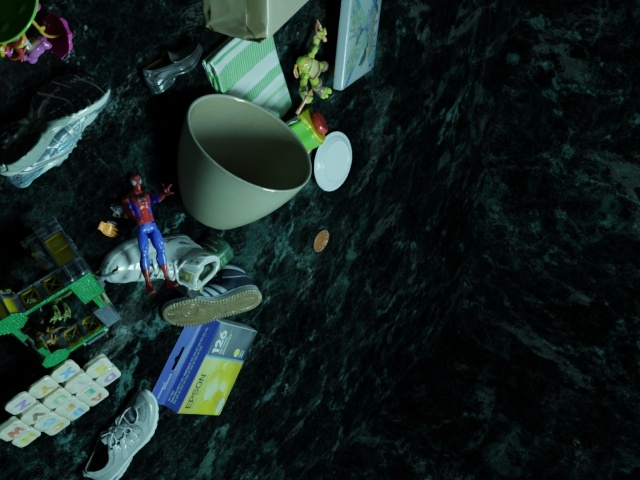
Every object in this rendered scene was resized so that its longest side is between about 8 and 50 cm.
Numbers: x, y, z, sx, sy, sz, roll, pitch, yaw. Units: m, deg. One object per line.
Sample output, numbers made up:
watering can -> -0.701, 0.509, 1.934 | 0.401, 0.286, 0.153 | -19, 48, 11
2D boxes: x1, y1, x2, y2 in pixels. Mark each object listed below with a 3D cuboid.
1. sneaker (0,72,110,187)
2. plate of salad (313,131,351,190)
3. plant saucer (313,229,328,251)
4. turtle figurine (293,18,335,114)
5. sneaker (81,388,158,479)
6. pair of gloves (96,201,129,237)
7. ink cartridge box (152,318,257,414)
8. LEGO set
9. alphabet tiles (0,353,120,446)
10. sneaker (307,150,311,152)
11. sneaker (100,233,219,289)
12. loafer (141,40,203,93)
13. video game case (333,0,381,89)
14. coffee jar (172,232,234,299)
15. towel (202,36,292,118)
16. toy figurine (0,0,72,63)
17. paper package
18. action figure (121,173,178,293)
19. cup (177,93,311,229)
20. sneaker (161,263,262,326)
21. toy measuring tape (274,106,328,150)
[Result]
sneaker -> -0.527, -0.218, 1.344 | 0.283, 0.110, 0.122 | -48, 164, -25
plate of salad -> 0.036, -0.264, 2.267 | 0.200, 0.048, 0.200 | -23, 120, -46
plant saucer -> 0.000, 0.000, 2.437 | 0.083, 0.013, 0.083 | -37, 140, -40
turtle figurine -> -0.026, -0.478, 1.959 | 0.217, 0.087, 0.269 | 11, 89, -70
sneaker -> -0.540, 0.536, 1.852 | 0.281, 0.105, 0.115 | -63, 151, -4
pair of gloves -> -0.484, -0.049, 1.605 | 0.083, 0.010, 0.074 | -62, 151, -8
ink cartridge box -> -0.350, 0.385, 2.096 | 0.303, 0.072, 0.307 | -64, 153, -2
LEGO set -> -0.578, 0.102, 1.442 | 0.255, 0.192, 0.331 | -37, 157, -7
alphabet tiles -> -0.610, 0.378, 1.603 | 0.284, 0.021, 0.278 | -37, 157, -17
sneaker -> -0.071, -0.284, 2.061 | 0.175, 0.064, 0.067 | -51, 138, -30
sneaker -> -0.383, 0.062, 1.695 | 0.292, 0.169, 0.108 | -20, 129, -51
loafer -> -0.333, -0.404, 1.541 | 0.170, 0.062, 0.061 | -52, 144, -26
video game case -> 0.119, -0.649, 2.050 | 0.300, 0.036, 0.329 | -49, 150, -55
coffee jar -> -0.328, 0.072, 1.864 | 0.184, 0.096, 0.079 | -51, 152, -26
towel -> -0.181, -0.411, 1.808 | 0.248, 0.038, 0.325 | -51, 148, -25
toy figurine -> -0.523, -0.366, 1.222 | 0.173, 0.130, 0.159 | -44, 161, 6
paper package -> -0.123, -0.652, 1.495 | 0.325, 0.168, 0.309 | -58, 158, -43
action figure -> -0.387, -0.023, 1.576 | 0.091, 0.139, 0.280 | -16, 92, -33
cup -> -0.222, -0.164, 1.691 | 0.331, 0.331, 0.237 | -22, 156, -51
sneaker -> -0.325, 0.150, 1.951 | 0.282, 0.153, 0.099 | -10, 128, -21
toy measuring tape -> -0.050, -0.300, 1.938 | 0.330, 0.121, 0.121 | -61, 164, -66
